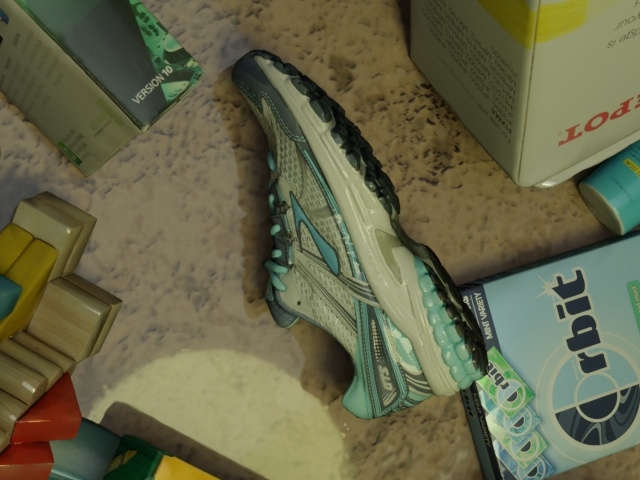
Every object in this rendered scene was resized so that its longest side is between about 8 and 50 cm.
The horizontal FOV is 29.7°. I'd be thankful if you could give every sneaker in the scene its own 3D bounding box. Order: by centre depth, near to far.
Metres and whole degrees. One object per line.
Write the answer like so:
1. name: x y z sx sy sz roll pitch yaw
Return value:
1. sneaker: 0.000 0.000 0.848 0.122 0.110 0.283 -31 87 10

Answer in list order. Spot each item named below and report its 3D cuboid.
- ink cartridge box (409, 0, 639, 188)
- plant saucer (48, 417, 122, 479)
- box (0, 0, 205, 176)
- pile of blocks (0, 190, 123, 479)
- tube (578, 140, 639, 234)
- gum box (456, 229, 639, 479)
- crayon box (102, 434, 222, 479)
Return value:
1. ink cartridge box: 0.208 -0.247 0.761 0.279 0.385 0.160 -27 58 -14
2. plant saucer: -0.224 0.271 0.819 0.317 0.043 0.318 0 90 -16
3. box: -0.219 -0.181 0.722 0.322 0.232 0.058 45 74 -11
4. pile of blocks: -0.224 0.124 0.723 0.112 0.149 0.362 28 67 7
5. tube: 0.298 -0.086 0.944 0.207 0.052 0.080 -38 85 -5
6. gum box: 0.197 0.090 0.935 0.184 0.041 0.157 -17 93 -15
7. crayon box: -0.043 0.265 0.815 0.278 0.081 0.165 31 76 -25
